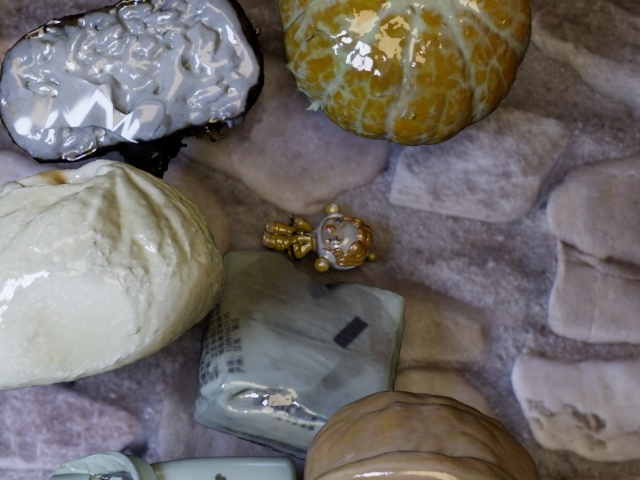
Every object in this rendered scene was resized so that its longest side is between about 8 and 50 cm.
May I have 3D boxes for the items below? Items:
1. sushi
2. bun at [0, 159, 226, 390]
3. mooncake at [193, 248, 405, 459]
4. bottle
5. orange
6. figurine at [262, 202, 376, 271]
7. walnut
[{"bbox_3d":[-0.233,-0.188,1.584,0.349,0.207,0.234,-12,92,-2],"label":"sushi"},{"bbox_3d":[-0.295,0.031,1.438,0.349,0.352,0.227,-17,97,-31],"label":"bun"},{"bbox_3d":[-0.031,0.152,1.546,0.250,0.136,0.254,16,51,-6],"label":"mooncake"},{"bbox_3d":[-0.202,0.352,1.459,0.352,0.229,0.229,3,78,-5],"label":"bottle"},{"bbox_3d":[0.108,-0.280,1.607,0.329,0.249,0.329,3,74,-12],"label":"orange"},{"bbox_3d":[-0.002,0.004,1.631,0.143,0.068,0.101,-13,55,-7],"label":"figurine"},{"bbox_3d":[0.103,0.305,1.340,0.285,0.285,0.296,8,49,-4],"label":"walnut"}]
